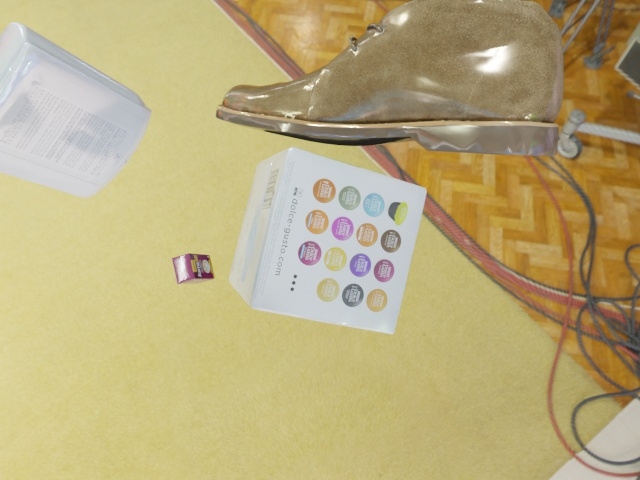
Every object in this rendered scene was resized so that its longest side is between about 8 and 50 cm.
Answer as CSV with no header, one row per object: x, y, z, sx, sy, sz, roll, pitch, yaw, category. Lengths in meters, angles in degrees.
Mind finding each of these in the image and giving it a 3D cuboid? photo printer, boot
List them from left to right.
-0.492,-0.221,0.915,0.107,0.307,0.256,43,100,27,photo printer
0.044,-0.137,0.418,0.305,0.112,0.115,7,104,23,boot

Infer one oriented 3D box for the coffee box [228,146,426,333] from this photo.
0.000,0.000,1.150,0.334,0.338,0.337,14,88,-19,coffee box

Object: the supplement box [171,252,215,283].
-0.255,0.057,0.966,0.043,0.083,0.055,-17,82,15,supplement box
